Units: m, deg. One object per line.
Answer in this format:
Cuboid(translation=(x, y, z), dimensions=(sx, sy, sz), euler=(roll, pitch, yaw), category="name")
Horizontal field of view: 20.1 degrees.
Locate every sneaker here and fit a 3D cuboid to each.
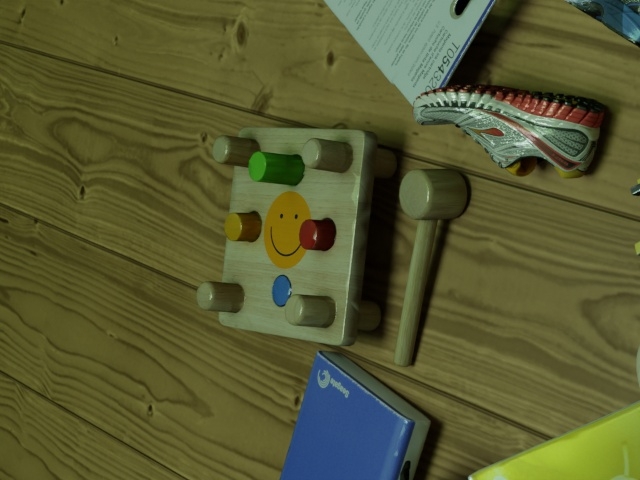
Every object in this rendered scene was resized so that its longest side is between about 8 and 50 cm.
Cuboid(translation=(0.303, -0.264, 1.849), dimensions=(0.221, 0.083, 0.087), euler=(41, 103, 40), category="sneaker")
Cuboid(translation=(0.191, -0.117, 1.926), dimensions=(0.225, 0.088, 0.093), euler=(14, 104, 38), category="sneaker")

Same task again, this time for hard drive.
Cuboid(translation=(0.016, 0.316, 2.129), dimensions=(0.210, 0.040, 0.319), euler=(33, 111, 54), category="hard drive")

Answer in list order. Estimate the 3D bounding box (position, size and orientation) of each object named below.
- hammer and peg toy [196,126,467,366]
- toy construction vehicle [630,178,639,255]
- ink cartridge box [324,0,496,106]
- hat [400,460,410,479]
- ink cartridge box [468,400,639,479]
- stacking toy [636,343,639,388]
Cuboid(translation=(0.000, 0.000, 2.135), dimensions=(0.361, 0.127, 0.266), euler=(7, 91, 51), category="hammer and peg toy")
Cuboid(translation=(0.343, -0.033, 1.789), dimensions=(0.098, 0.035, 0.086), euler=(-29, 63, 45), category="toy construction vehicle")
Cuboid(translation=(0.133, -0.357, 2.068), dimensions=(0.330, 0.071, 0.324), euler=(54, 126, 36), category="ink cartridge box")
Cuboid(translation=(0.099, 0.410, 1.913), dimensions=(0.134, 0.331, 0.331), euler=(17, 101, 12), category="hat")
Cuboid(translation=(0.325, 0.278, 1.536), dimensions=(0.307, 0.072, 0.303), euler=(-28, 80, 20), category="ink cartridge box")
Cuboid(translation=(0.446, 0.077, 1.590), dimensions=(0.330, 0.141, 0.141), euler=(-33, 60, 36), category="stacking toy")
